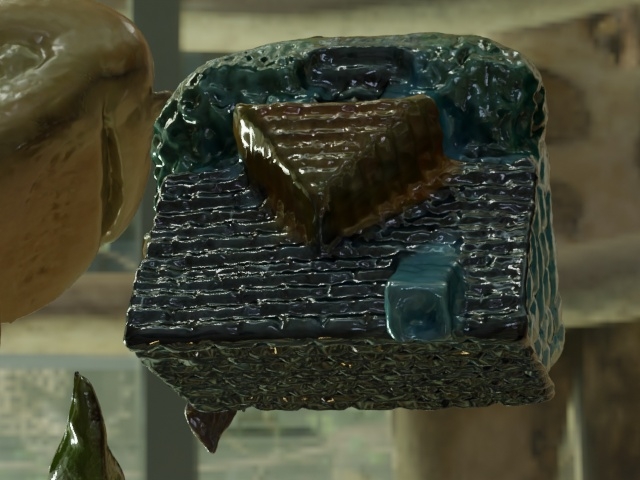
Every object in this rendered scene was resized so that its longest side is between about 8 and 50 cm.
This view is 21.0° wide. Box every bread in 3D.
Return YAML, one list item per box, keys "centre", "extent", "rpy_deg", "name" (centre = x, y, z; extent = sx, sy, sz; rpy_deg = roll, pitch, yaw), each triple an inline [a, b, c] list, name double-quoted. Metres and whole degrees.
- centre: [-0.370, -0.092, 1.961]
  extent: [0.253, 0.348, 0.376]
  rpy_deg: [42, 150, 24]
  name: "bread"

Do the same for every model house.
- centre: [0.000, 0.000, 1.020]
  extent: [0.241, 0.261, 0.226]
  rpy_deg: [-42, -53, -73]
  name: "model house"

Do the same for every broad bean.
- centre: [-0.197, 0.247, 1.507]
  extent: [0.077, 0.061, 0.339]
  rpy_deg: [34, 143, 38]
  name: "broad bean"

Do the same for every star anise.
- centre: [-0.088, 0.104, 1.902]
  extent: [0.230, 0.081, 0.262]
  rpy_deg: [119, 176, -68]
  name: "star anise"
